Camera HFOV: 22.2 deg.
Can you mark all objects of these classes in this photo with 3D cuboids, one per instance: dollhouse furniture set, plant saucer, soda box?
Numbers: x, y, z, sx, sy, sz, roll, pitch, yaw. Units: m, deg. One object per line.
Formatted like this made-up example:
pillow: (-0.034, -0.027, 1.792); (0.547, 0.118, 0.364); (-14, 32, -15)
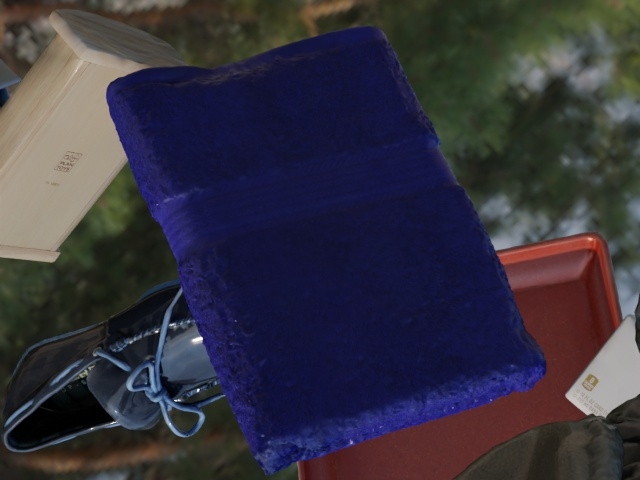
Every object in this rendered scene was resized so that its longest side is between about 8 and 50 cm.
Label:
dollhouse furniture set: (-0.302, -0.163, 1.243); (0.198, 0.303, 0.286); (-50, 154, 17)
plant saucer: (0.110, 0.141, 1.226); (0.258, 0.259, 0.048); (-12, 157, 10)
soda box: (0.272, 0.142, 1.084); (0.074, 0.216, 0.069); (-54, 161, 9)

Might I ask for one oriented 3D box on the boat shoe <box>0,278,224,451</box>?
boat shoe: (-0.131, 0.106, 1.204); (0.258, 0.109, 0.089); (-27, -148, 37)

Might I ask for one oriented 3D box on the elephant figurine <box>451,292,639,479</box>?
elephant figurine: (0.065, 0.122, 0.499); (0.239, 0.169, 0.186); (-22, 164, -6)

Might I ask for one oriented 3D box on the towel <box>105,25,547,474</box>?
towel: (0.000, 0.000, 1.146); (0.228, 0.308, 0.076); (-14, 154, -22)
